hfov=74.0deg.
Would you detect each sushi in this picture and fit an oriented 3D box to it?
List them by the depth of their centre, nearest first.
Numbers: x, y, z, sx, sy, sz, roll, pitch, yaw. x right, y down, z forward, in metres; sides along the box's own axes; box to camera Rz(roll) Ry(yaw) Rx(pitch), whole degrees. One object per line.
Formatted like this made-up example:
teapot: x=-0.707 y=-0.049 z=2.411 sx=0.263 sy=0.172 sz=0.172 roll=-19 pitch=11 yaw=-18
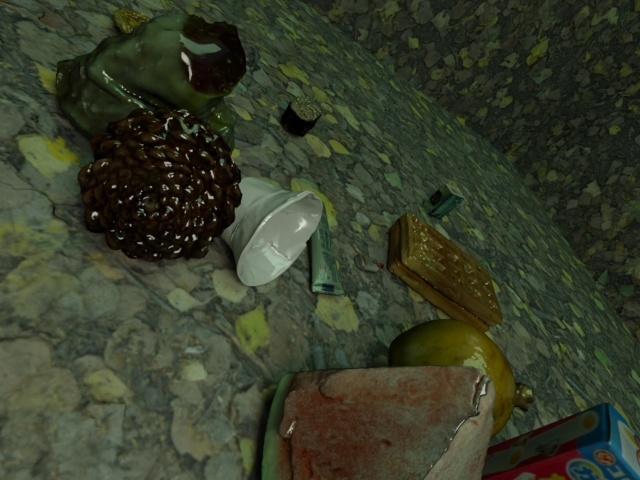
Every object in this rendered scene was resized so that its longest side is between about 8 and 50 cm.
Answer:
sushi: x=-0.053 y=-0.353 z=1.199 sx=0.090 sy=0.078 sz=0.150 roll=43 pitch=34 yaw=-3

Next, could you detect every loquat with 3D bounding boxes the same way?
loquat: x=0.233 y=0.243 z=0.720 sx=0.246 sy=0.213 sz=0.213 roll=6 pitch=33 yaw=11

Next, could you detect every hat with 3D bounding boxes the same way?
hat: x=-0.104 y=-0.032 z=0.729 sx=0.126 sy=0.203 sz=0.203 roll=37 pitch=30 yaw=18

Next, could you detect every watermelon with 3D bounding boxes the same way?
watermelon: x=0.094 y=0.272 z=0.545 sx=0.250 sy=0.292 sz=0.283 roll=51 pitch=15 yaw=-56

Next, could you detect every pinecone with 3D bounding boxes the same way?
pinecone: x=-0.213 y=-0.085 z=0.609 sx=0.221 sy=0.221 sz=0.221 roll=29 pitch=36 yaw=-24

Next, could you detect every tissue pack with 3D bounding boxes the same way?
tissue pack: x=0.416 y=-0.141 z=1.455 sx=0.085 sy=0.111 sz=0.079 roll=11 pitch=44 yaw=-41

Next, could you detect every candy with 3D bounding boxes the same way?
candy: x=0.330 y=0.374 z=0.617 sx=0.157 sy=0.306 sz=0.100 roll=51 pitch=34 yaw=9

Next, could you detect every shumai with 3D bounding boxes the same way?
shumai: x=-0.260 y=-0.291 z=0.735 sx=0.304 sy=0.263 sz=0.309 roll=53 pitch=34 yaw=9

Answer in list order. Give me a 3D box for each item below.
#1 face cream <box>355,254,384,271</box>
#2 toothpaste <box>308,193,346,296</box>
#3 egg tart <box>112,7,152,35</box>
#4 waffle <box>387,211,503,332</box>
face cream: x=0.117 y=0.055 z=0.993 sx=0.083 sy=0.021 sz=0.040 roll=12 pitch=46 yaw=-41
toothpaste: x=0.001 y=0.001 z=0.902 sx=0.069 sy=0.047 sz=0.268 roll=40 pitch=30 yaw=-44
egg tart: x=-0.405 y=-0.470 z=0.964 sx=0.130 sy=0.052 sz=0.130 roll=27 pitch=38 yaw=-24
waffle: x=0.324 y=0.084 z=1.124 sx=0.328 sy=0.098 sz=0.224 roll=37 pitch=32 yaw=-14
